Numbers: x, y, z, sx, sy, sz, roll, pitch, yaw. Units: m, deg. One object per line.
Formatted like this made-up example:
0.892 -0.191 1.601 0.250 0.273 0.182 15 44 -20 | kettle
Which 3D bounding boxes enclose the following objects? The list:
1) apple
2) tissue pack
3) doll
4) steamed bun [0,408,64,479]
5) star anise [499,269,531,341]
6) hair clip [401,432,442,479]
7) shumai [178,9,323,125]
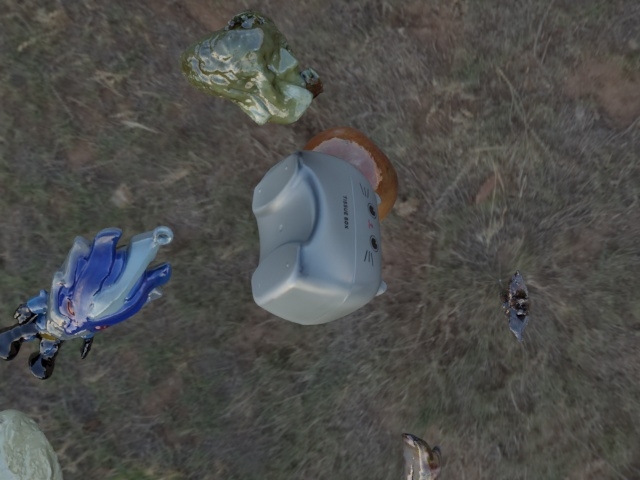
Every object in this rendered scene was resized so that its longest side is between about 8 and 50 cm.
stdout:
0.051 -0.131 1.982 0.253 0.253 0.253 -1 87 12 | apple
0.000 0.000 1.739 0.229 0.236 0.333 -34 47 45 | tissue pack
-0.200 0.047 0.745 0.195 0.096 0.070 -39 37 17 | doll
-0.344 0.254 0.916 0.112 0.091 0.130 -32 81 39 | steamed bun
0.383 0.136 1.665 0.056 0.124 0.129 -2 67 -6 | star anise
0.152 0.442 1.339 0.173 0.069 0.300 20 109 50 | hair clip
-0.121 -0.295 1.542 0.189 0.256 0.218 -38 99 10 | shumai
